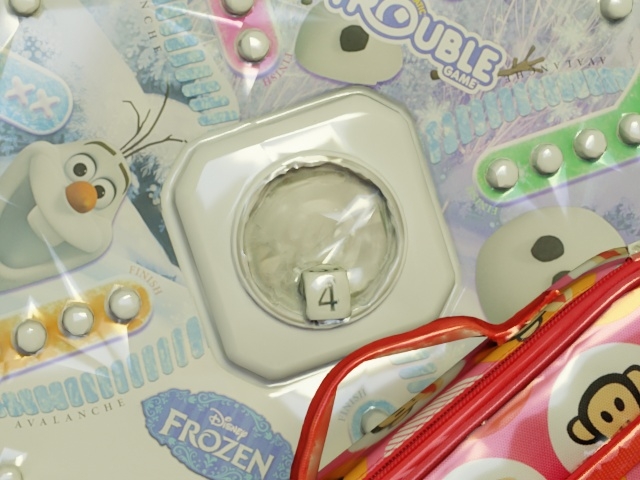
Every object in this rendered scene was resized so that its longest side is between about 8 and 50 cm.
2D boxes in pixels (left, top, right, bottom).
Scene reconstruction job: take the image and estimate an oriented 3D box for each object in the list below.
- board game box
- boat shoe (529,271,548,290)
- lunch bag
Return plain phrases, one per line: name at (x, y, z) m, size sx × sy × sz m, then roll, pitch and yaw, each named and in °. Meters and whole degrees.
board game box at (0.000, 0.000, 0.875) m, size 0.390 × 0.050 × 0.390 m, roll 26°, pitch 91°, yaw -11°
boat shoe at (0.157, 0.031, 0.957) m, size 0.183 × 0.065 × 0.083 m, roll -28°, pitch 82°, yaw -8°
lunch bag at (0.101, 0.143, 0.826) m, size 0.293 × 0.120 × 0.258 m, roll -41°, pitch 97°, yaw -5°
